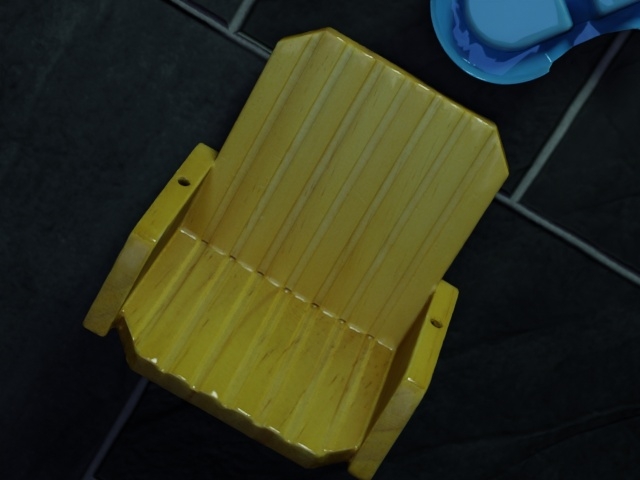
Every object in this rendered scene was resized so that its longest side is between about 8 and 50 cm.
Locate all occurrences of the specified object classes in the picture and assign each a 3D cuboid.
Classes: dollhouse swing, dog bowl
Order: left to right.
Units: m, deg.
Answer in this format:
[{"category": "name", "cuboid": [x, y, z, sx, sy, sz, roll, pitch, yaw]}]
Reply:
[{"category": "dollhouse swing", "cuboid": [0.000, 0.000, 1.322, 0.347, 0.315, 0.305, 31, 125, -2]}, {"category": "dog bowl", "cuboid": [0.262, -0.280, 1.325, 0.297, 0.074, 0.166, -22, 101, 11]}]
